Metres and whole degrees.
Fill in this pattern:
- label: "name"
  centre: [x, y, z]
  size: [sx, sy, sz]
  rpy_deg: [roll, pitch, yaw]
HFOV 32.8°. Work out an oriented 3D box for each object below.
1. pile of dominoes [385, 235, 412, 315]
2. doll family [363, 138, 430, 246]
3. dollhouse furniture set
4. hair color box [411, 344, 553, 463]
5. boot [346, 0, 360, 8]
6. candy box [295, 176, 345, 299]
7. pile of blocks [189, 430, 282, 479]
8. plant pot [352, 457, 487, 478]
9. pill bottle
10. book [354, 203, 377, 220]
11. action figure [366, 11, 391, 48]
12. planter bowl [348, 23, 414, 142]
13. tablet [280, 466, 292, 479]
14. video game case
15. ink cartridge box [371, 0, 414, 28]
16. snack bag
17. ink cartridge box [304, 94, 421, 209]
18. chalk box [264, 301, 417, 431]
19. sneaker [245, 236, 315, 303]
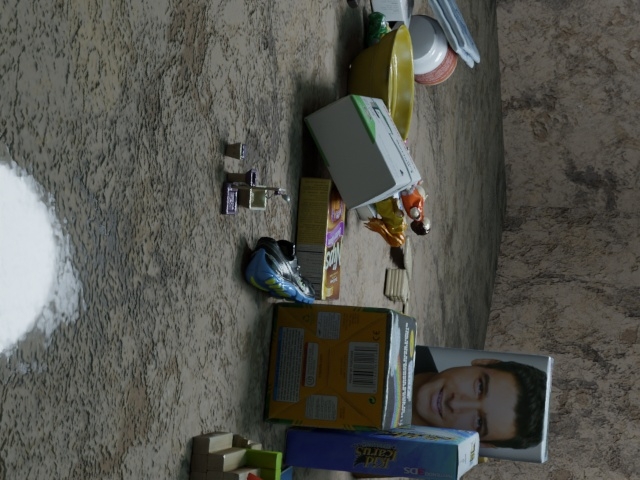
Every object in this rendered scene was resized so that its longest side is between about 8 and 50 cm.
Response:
- label: "pile of dominoes"
  centre: [0.174, 0.105, 2.412]
  size: [0.251, 0.040, 0.196]
  rpy_deg: [64, 32, -76]
- label: "doll family"
  centre: [0.131, -0.080, 1.982]
  size: [0.263, 0.118, 0.163]
  rpy_deg: [-82, 155, -68]
- label: "dollhouse furniture set"
  centre: [-0.066, -0.075, 1.391]
  size: [0.114, 0.081, 0.091]
  rpy_deg: [-1, 95, -74]
- label: "hair color box"
  centre: [0.220, 0.284, 1.942]
  size: [0.113, 0.374, 0.185]
  rpy_deg: [30, 64, -73]
- label: "boot"
  centre: [0.048, -0.448, 1.809]
  size: [0.118, 0.042, 0.087]
  rpy_deg: [65, 26, -62]
- label: "candy box"
  centre: [0.000, 0.000, 1.700]
  size: [0.109, 0.053, 0.187]
  rpy_deg: [10, 85, -75]
- label: "pile of blocks"
  centre: [-0.066, 0.348, 1.428]
  size: [0.362, 0.112, 0.149]
  rpy_deg: [68, 29, -57]
- label: "plant pot"
  centre: [0.204, 0.365, 2.136]
  size: [0.237, 0.254, 0.237]
  rpy_deg: [5, 90, -75]
- label: "pill bottle"
  centre: [0.208, -0.393, 2.225]
  size: [0.216, 0.121, 0.121]
  rpy_deg: [5, 88, -75]
- label: "book"
  centre: [0.089, -0.122, 2.027]
  size: [0.096, 0.035, 0.144]
  rpy_deg: [60, 36, -57]
- label: "action figure"
  centre: [0.125, -0.341, 2.066]
  size: [0.232, 0.063, 0.137]
  rpy_deg: [69, 32, -49]
- label: "planter bowl"
  centre: [0.103, -0.275, 1.935]
  size: [0.217, 0.090, 0.217]
  rpy_deg: [3, 90, -74]
- label: "tablet"
  centre: [-0.058, 0.378, 1.655]
  size: [0.083, 0.006, 0.054]
  rpy_deg: [-1, 95, -73]
- label: "video game case"
  centre: [0.106, 0.331, 1.743]
  size: [0.244, 0.269, 0.061]
  rpy_deg: [14, 79, -74]
- label: "ink cartridge box"
  centre: [0.131, -0.486, 2.043]
  size: [0.180, 0.060, 0.104]
  rpy_deg: [74, 24, -49]
- label: "snack bag"
  centre: [0.230, -0.519, 2.193]
  size: [0.343, 0.037, 0.323]
  rpy_deg: [66, 15, 1]
- label: "ink cartridge box"
  centre: [0.072, -0.144, 1.743]
  size: [0.160, 0.092, 0.219]
  rpy_deg: [64, 17, 1]
- label: "chalk box"
  centre: [0.045, 0.196, 1.677]
  size: [0.289, 0.179, 0.180]
  rpy_deg: [31, 63, -74]
- label: "sneaker"
  centre: [-0.047, 0.042, 1.509]
  size: [0.188, 0.067, 0.078]
  rpy_deg: [43, 59, -66]
